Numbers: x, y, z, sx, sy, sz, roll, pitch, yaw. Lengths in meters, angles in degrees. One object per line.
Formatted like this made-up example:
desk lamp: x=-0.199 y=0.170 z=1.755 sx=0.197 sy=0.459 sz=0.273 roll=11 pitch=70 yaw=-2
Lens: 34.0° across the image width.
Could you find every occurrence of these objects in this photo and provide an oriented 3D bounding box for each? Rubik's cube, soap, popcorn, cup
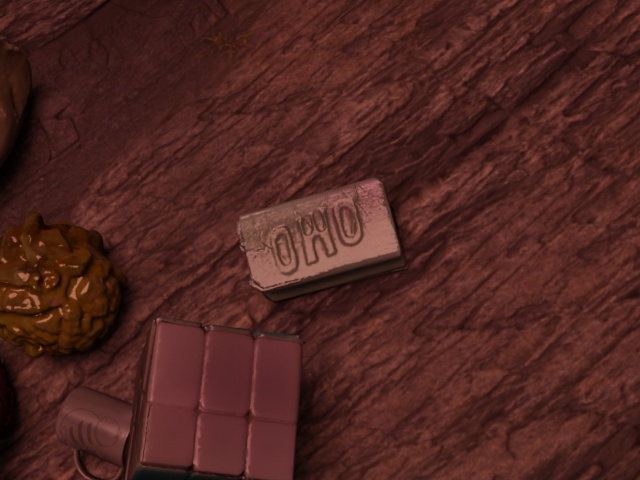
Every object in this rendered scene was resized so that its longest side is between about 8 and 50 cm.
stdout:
Rubik's cube: x=-0.161 y=0.263 z=1.549 sx=0.224 sy=0.231 sz=0.222 roll=9 pitch=64 yaw=-13
soap: x=0.000 y=0.000 z=1.740 sx=0.261 sy=0.094 sz=0.150 roll=-15 pitch=65 yaw=5
popcorn: x=-0.454 y=0.066 z=1.749 sx=0.259 sy=0.212 sz=0.259 roll=-2 pitch=74 yaw=7
cup: x=-0.351 y=0.316 z=1.677 sx=0.133 sy=0.099 sz=0.136 roll=18 pitch=72 yaw=17

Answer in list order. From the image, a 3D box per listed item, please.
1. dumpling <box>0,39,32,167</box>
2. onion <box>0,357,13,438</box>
dumpling: x=-0.679 y=-0.221 z=1.850 sx=0.395 sy=0.316 sz=0.233 roll=-41 pitch=61 yaw=-16
onion: x=-0.599 y=0.233 z=1.682 sx=0.161 sy=0.248 sz=0.248 roll=-13 pitch=65 yaw=18
